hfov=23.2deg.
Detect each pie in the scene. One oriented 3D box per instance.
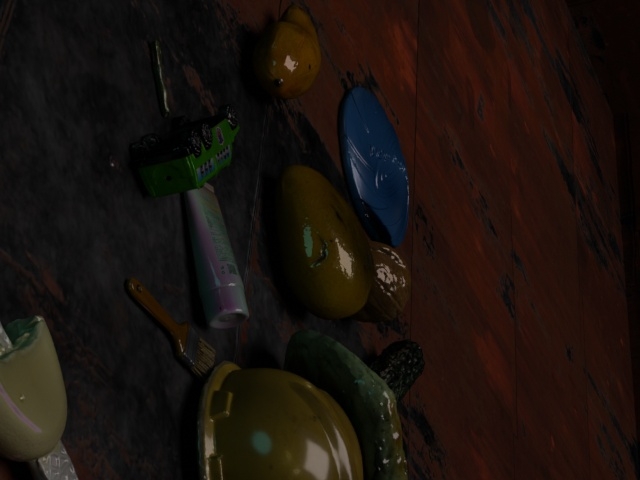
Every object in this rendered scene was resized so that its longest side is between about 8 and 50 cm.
[{"bbox_3d":[0.022,0.202,1.710,0.240,0.054,0.240,42,-41,51],"label":"pie"}]

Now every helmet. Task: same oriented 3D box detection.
[{"bbox_3d":[-0.028,0.241,1.595,0.205,0.140,0.257,24,56,-68],"label":"helmet"}]

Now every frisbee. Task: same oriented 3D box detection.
[{"bbox_3d":[0.090,-0.109,2.253,0.242,0.045,0.242,-13,90,-68],"label":"frisbee"}]

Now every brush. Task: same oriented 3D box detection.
[{"bbox_3d":[-0.150,0.087,1.556,0.170,0.014,0.043,53,33,-46],"label":"brush"}]

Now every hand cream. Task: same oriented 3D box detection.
[{"bbox_3d":[-0.115,0.007,1.659,0.076,0.047,0.174,34,38,-60],"label":"hand cream"}]

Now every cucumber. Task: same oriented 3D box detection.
[{"bbox_3d":[0.068,0.203,1.984,0.293,0.067,0.068,-44,119,-64],"label":"cucumber"}]

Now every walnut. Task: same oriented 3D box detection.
[{"bbox_3d":[0.063,0.051,2.016,0.124,0.105,0.105,50,31,-24],"label":"walnut"}]

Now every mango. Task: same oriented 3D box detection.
[{"bbox_3d":[0.000,0.000,1.880,0.137,0.098,0.195,-29,101,-65],"label":"mango"},{"bbox_3d":[-0.040,-0.231,1.942,0.190,0.075,0.098,-75,152,-63],"label":"mango"}]

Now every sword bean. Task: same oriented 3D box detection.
[{"bbox_3d":[-0.170,-0.172,1.654,0.012,0.012,0.083,3,77,-69],"label":"sword bean"}]

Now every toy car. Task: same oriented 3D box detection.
[{"bbox_3d":[-0.134,-0.094,1.618,0.165,0.071,0.062,-49,125,-66],"label":"toy car"}]

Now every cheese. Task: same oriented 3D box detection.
[{"bbox_3d":[-0.231,0.155,1.249,0.127,0.049,0.235,-61,133,-62],"label":"cheese"}]
